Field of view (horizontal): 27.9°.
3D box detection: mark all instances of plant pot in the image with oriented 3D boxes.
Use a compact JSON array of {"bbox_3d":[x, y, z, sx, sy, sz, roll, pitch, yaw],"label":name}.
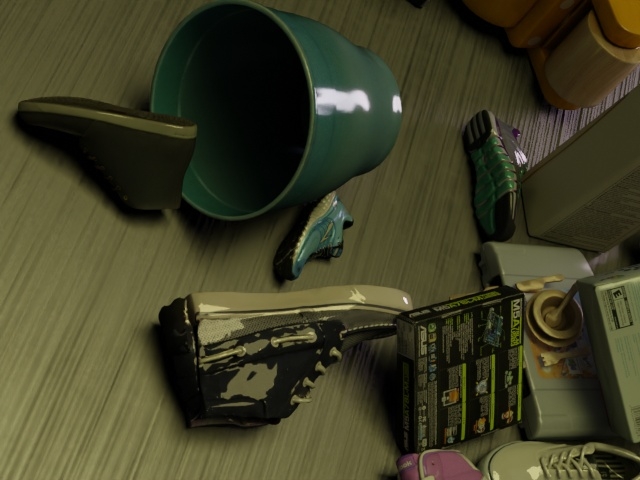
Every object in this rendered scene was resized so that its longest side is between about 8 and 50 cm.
[{"bbox_3d":[-0.036,-0.170,1.674,0.255,0.271,0.272,-8,68,-51],"label":"plant pot"}]

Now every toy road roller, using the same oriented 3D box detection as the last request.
[{"bbox_3d":[0.360,-0.386,2.085,0.240,0.202,0.330,-1,60,-30],"label":"toy road roller"}]

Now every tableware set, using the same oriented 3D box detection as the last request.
[{"bbox_3d":[0.283,0.112,1.788,0.194,0.039,0.128,-9,67,-21],"label":"tableware set"}]

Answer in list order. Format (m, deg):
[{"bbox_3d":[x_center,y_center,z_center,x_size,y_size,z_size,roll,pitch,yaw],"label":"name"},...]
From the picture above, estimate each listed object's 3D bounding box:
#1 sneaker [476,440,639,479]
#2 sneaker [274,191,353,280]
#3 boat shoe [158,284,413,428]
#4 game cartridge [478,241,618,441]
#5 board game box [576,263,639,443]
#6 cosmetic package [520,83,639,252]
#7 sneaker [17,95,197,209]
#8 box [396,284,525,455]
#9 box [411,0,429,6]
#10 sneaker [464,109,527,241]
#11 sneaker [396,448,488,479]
[{"bbox_3d":[0.328,0.305,1.738,0.258,0.091,0.094,2,63,-33],"label":"sneaker"},{"bbox_3d":[0.000,0.000,1.719,0.073,0.063,0.162,43,49,-9],"label":"sneaker"},{"bbox_3d":[-0.030,0.147,1.589,0.340,0.127,0.158,-2,72,-25],"label":"boat shoe"},{"bbox_3d":[0.345,0.143,1.871,0.198,0.062,0.297,1,64,-28],"label":"game cartridge"},{"bbox_3d":[0.532,0.128,1.781,0.303,0.097,0.224,-13,93,-5],"label":"board game box"},{"bbox_3d":[0.454,-0.105,1.912,0.160,0.309,0.113,12,57,-28],"label":"cosmetic package"},{"bbox_3d":[-0.270,-0.107,1.593,0.222,0.118,0.083,11,14,0],"label":"sneaker"},{"bbox_3d":[0.184,0.168,1.675,0.184,0.045,0.191,-14,111,-33],"label":"box"},{"bbox_3d":[0.211,-0.627,2.064,0.212,0.293,0.395,33,51,-14],"label":"box"},{"bbox_3d":[0.286,-0.095,1.949,0.098,0.083,0.224,15,56,-32],"label":"sneaker"},{"bbox_3d":[0.116,0.353,1.577,0.161,0.102,0.282,53,38,8],"label":"sneaker"}]
